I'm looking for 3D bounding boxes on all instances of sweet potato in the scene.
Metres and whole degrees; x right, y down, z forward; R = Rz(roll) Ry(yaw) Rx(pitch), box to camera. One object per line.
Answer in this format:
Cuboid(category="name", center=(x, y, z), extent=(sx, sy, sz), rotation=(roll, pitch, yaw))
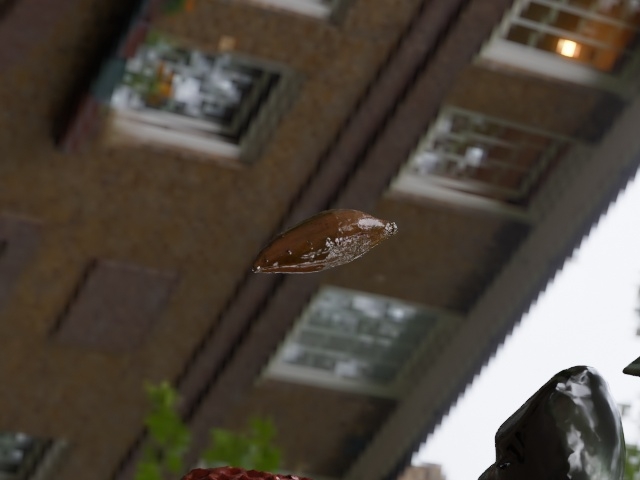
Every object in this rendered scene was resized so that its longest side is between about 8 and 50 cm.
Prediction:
Cuboid(category="sweet potato", center=(0.000, 0.000, 1.136), extent=(0.034, 0.095, 0.034), rotation=(38, -44, 50))

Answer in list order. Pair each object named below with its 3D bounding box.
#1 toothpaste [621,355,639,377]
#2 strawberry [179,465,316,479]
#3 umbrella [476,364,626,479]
Cuboid(category="toothpaste", center=(0.230, 0.049, 1.057), extent=(0.049, 0.204, 0.031), rotation=(-6, -85, 38))
Cuboid(category="strawberry", center=(-0.006, 0.290, 1.337), extent=(0.351, 0.312, 0.267), rotation=(-175, -102, -66))
Cuboid(category="umbrella", center=(-0.003, 0.103, 0.471), extent=(0.248, 0.071, 0.071), rotation=(-45, -137, 51))
